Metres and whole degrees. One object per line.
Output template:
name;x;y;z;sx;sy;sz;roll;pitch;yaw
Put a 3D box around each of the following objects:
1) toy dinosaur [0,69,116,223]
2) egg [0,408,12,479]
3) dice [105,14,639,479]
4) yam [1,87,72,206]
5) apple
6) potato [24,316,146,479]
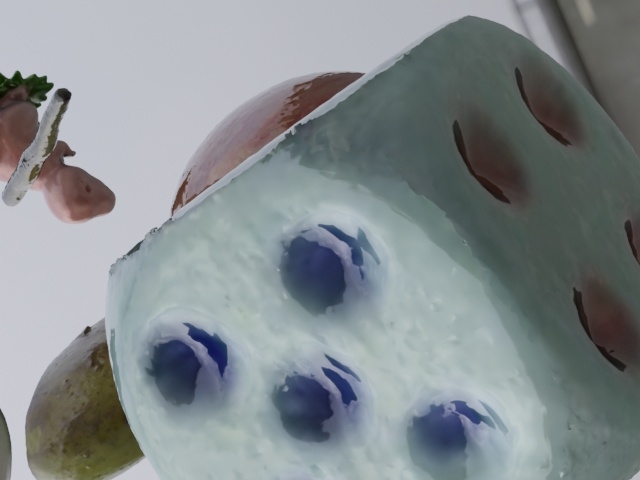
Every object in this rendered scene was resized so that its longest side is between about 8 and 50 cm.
toy dinosaur;-0.343;-0.081;1.914;0.194;0.152;0.177;10;-139;-31
egg;-0.370;0.208;1.375;0.271;0.206;0.161;20;-137;-31
dice;0.054;0.044;1.009;0.262;0.265;0.268;54;-150;-3
yam;-0.277;-0.086;1.649;0.027;0.029;0.234;65;151;14
apple;0.000;0.000;1.629;0.345;0.269;0.344;43;146;39
potato;-0.220;0.161;1.873;0.298;0.176;0.141;-43;-67;-42
